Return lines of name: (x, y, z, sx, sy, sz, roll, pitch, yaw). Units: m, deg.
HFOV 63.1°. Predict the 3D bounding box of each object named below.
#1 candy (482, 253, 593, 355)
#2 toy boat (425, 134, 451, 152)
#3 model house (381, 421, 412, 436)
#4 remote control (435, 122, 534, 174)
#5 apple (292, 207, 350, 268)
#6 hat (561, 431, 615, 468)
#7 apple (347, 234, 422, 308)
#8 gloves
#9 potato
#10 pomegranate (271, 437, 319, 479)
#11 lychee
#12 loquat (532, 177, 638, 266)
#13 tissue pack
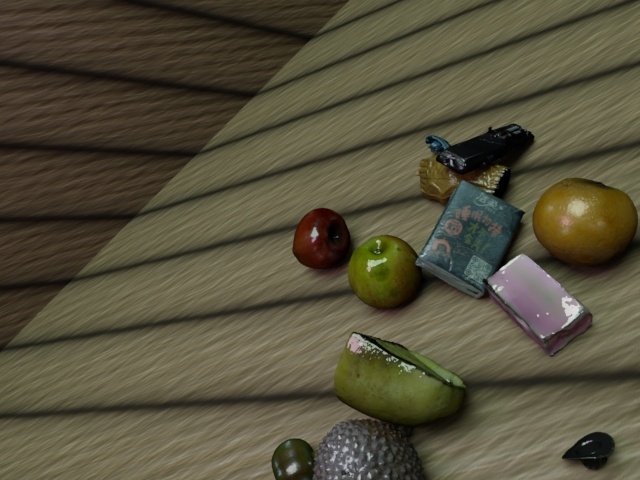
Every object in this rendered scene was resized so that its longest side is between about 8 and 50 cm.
candy: (0.596, 0.170, 1.445, 0.155, 0.116, 0.265, -38, 42, 2)
toy boat: (0.456, -0.370, 2.042, 0.061, 0.060, 0.137, -29, 46, -16)
model house: (0.214, 0.520, 1.476, 0.083, 0.057, 0.058, -31, 12, 38)
remote control: (0.572, -0.322, 1.774, 0.399, 0.062, 0.144, -25, 46, -31)
apple: (0.000, 0.002, 1.947, 0.234, 0.234, 0.234, -19, 46, 21)
hat: (0.619, 0.492, 1.197, 0.121, 0.121, 0.050, -28, 84, 13)
apple: (0.203, 0.093, 1.710, 0.246, 0.226, 0.246, -18, 45, 19)
gloves: (0.485, -0.225, 1.830, 0.356, 0.155, 0.203, 10, 57, 44)
potato: (0.224, 0.411, 1.393, 0.280, 0.330, 0.212, 25, 90, 38)
pomegranate: (-0.044, 0.641, 1.509, 0.191, 0.131, 0.152, -20, 35, -11)
lychee: (0.124, 0.592, 1.308, 0.300, 0.300, 0.300, -19, 46, 21)
loquat: (0.722, -0.057, 1.443, 0.263, 0.263, 0.263, -19, 46, 21)
tissue pack: (0.468, -0.008, 1.627, 0.228, 0.103, 0.315, 30, 71, 6)
